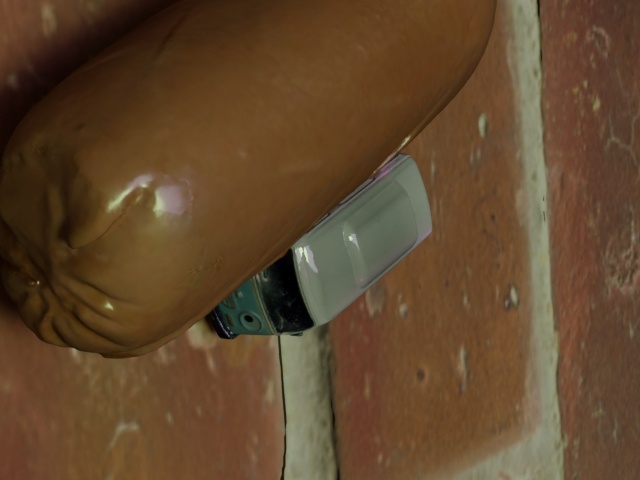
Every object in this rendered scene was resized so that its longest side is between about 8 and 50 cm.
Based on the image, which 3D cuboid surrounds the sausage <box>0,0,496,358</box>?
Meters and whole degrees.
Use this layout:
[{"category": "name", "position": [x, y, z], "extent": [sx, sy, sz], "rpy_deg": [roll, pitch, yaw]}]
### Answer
[{"category": "sausage", "position": [-0.029, -0.061, 0.726], "extent": [0.304, 0.121, 0.121], "rpy_deg": [-43, 124, -43]}]

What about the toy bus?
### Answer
[{"category": "toy bus", "position": [0.000, 0.000, 0.801], "extent": [0.123, 0.075, 0.060], "rpy_deg": [-38, 121, -44]}]
